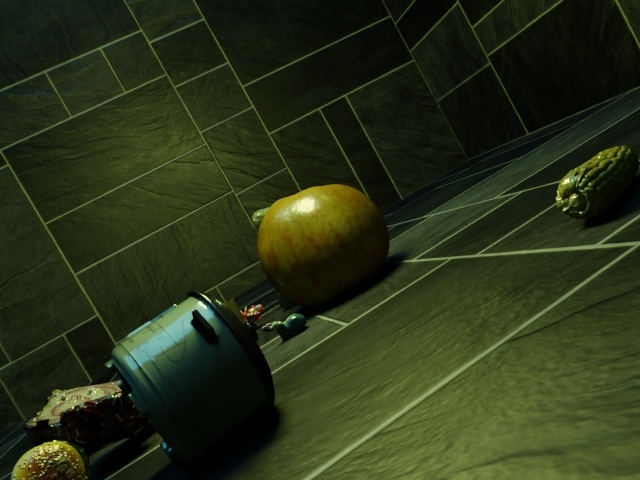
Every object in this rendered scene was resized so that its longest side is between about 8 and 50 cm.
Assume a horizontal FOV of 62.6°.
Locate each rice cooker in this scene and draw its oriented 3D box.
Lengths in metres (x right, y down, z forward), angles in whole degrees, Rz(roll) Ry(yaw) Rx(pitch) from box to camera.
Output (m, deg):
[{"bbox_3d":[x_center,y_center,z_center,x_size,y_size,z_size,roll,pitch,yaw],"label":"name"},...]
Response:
[{"bbox_3d":[-0.202,0.215,0.874,0.227,0.241,0.281,-35,-31,-26],"label":"rice cooker"}]

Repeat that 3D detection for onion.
[{"bbox_3d":[-0.612,0.479,1.411,0.280,0.146,0.314,-5,1,-7],"label":"onion"}]

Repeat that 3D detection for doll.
[{"bbox_3d":[-0.075,0.219,1.361,0.083,0.050,0.076,-31,-15,3],"label":"doll"}]

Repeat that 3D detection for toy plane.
[{"bbox_3d":[-0.262,0.291,1.767,0.077,0.126,0.194,26,-88,-56],"label":"toy plane"}]

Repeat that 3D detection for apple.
[{"bbox_3d":[0.000,0.000,1.564,0.400,0.334,0.400,-31,7,4],"label":"apple"}]

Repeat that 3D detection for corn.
[{"bbox_3d":[0.515,-0.111,0.966,0.260,0.091,0.091,-28,-14,-37],"label":"corn"}]

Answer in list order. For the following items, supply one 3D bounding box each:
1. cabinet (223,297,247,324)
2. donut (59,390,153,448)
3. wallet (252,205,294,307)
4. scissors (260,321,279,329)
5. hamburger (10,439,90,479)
[{"bbox_3d":[-0.321,0.285,1.589,0.174,0.148,0.215,-29,2,0],"label":"cabinet"},{"bbox_3d":[-0.441,0.385,1.137,0.216,0.096,0.230,-15,-16,-18],"label":"donut"},{"bbox_3d":[-0.085,0.025,1.797,0.252,0.360,0.083,-29,30,-28],"label":"wallet"},{"bbox_3d":[-0.162,0.269,1.645,0.039,0.012,0.113,-31,4,-29],"label":"scissors"},{"bbox_3d":[-0.513,0.449,1.005,0.141,0.127,0.081,4,-35,-48],"label":"hamburger"}]
